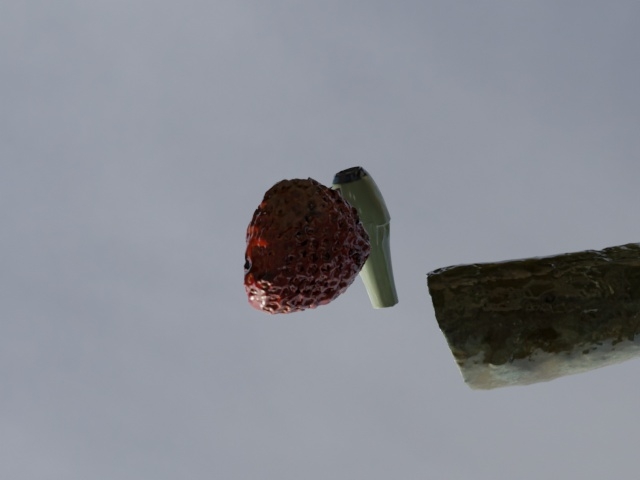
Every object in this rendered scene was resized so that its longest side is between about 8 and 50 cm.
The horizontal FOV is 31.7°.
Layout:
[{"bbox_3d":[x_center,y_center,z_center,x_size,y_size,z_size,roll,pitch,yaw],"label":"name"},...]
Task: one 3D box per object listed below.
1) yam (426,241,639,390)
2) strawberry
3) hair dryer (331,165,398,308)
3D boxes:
[{"bbox_3d":[0.268,0.065,1.123,0.330,0.133,0.133,-10,-117,-5],"label":"yam"},{"bbox_3d":[-0.013,0.007,0.717,0.083,0.083,0.096,27,-124,25],"label":"strawberry"},{"bbox_3d":[0.014,0.016,1.330,0.199,0.067,0.167,-24,-89,43],"label":"hair dryer"}]
